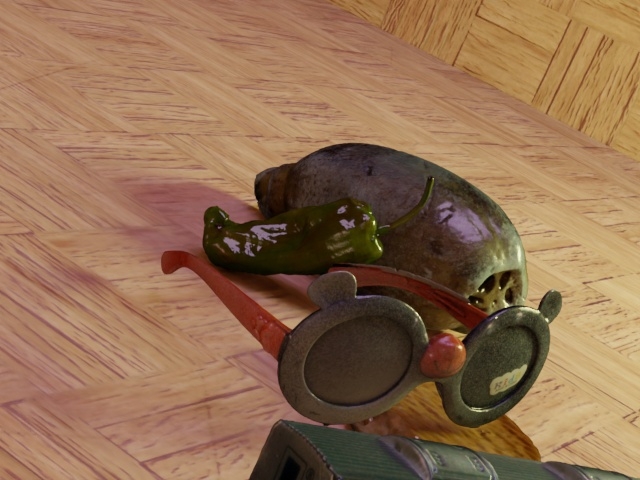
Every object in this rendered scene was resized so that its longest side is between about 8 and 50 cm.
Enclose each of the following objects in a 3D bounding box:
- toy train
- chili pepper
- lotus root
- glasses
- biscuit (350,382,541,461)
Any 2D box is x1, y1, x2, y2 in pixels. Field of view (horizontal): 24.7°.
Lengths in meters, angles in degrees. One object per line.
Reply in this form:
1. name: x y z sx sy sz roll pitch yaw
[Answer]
1. toy train: 0.145 0.184 0.932 0.409 0.089 0.086 13 14 -33
2. chili pepper: 0.000 0.000 1.271 0.204 0.073 0.072 -4 31 6
3. lotus root: 0.060 -0.022 1.393 0.322 0.140 0.158 33 18 38
4. glasses: 0.017 0.034 1.081 0.234 0.118 0.268 4 22 -36
5. biscuit: 0.082 0.136 1.089 0.144 0.033 0.224 8 20 -42
